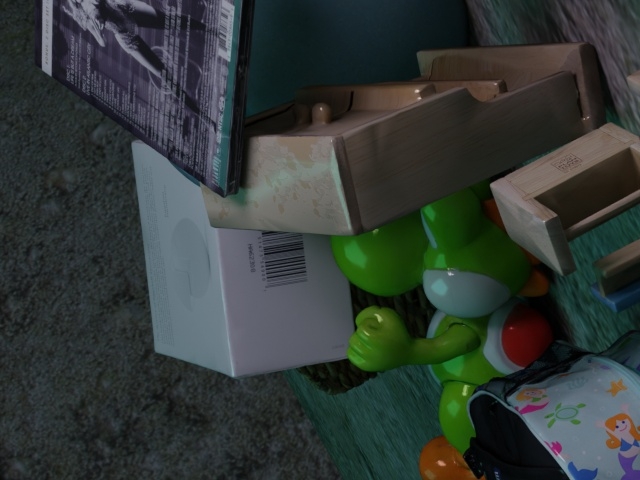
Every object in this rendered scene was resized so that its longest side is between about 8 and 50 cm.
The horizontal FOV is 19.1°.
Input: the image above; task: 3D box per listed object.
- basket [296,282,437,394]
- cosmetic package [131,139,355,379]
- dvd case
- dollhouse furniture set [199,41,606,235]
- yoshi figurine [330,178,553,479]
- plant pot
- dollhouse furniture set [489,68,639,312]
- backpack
[{"bbox_3d":[0.000,0.000,2.129,0.223,0.213,0.299,55,167,35],"label":"basket"},{"bbox_3d":[-0.078,0.005,1.869,0.224,0.138,0.224,8,105,64],"label":"cosmetic package"},{"bbox_3d":[-0.127,-0.148,1.319,0.221,0.018,0.165,34,133,34],"label":"dvd case"},{"bbox_3d":[0.024,-0.231,1.322,0.362,0.256,0.394,4,111,49],"label":"dollhouse furniture set"},{"bbox_3d":[0.111,0.065,1.808,0.203,0.203,0.362,-118,10,-51],"label":"yoshi figurine"},{"bbox_3d":[-0.042,-0.144,1.617,0.290,0.195,0.290,18,145,13],"label":"plant pot"},{"bbox_3d":[0.202,-0.017,1.125,0.129,0.183,0.129,68,169,-24],"label":"dollhouse furniture set"},{"bbox_3d":[0.235,0.187,1.459,0.225,0.191,0.253,62,178,-4],"label":"backpack"}]
